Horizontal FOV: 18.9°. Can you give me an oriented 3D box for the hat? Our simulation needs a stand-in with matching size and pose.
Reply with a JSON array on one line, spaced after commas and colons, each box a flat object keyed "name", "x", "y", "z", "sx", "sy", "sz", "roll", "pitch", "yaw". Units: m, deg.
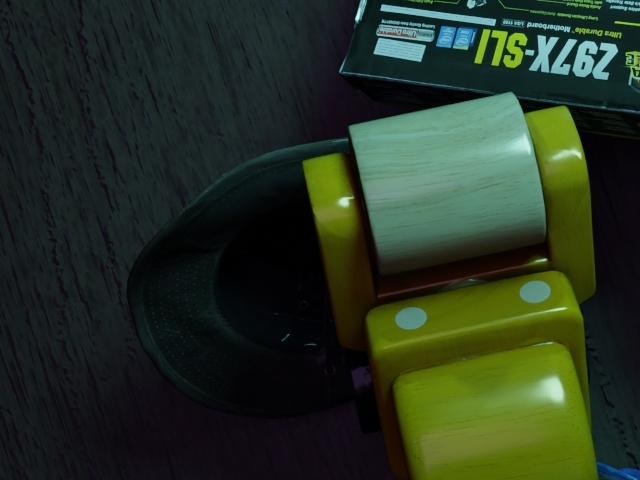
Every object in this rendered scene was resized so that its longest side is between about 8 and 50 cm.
[{"name": "hat", "x": 0.000, "y": 0.000, "z": 1.611, "sx": 0.331, "sy": 0.331, "sz": 0.134, "roll": -24, "pitch": 43, "yaw": 11}]

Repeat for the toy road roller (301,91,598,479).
[{"name": "toy road roller", "x": 0.118, "y": 0.077, "z": 1.449, "sx": 0.203, "sy": 0.329, "sz": 0.240, "roll": -12, "pitch": 43, "yaw": 0}]

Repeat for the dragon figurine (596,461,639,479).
[{"name": "dragon figurine", "x": 0.249, "y": 0.220, "z": 1.542, "sx": 0.144, "sy": 0.289, "sz": 0.085, "roll": 4, "pitch": 92, "yaw": -25}]

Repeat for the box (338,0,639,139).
[{"name": "box", "x": 0.200, "y": -0.216, "z": 1.504, "sx": 0.322, "sy": 0.079, "sz": 0.257, "roll": 10, "pitch": 78, "yaw": 29}]
